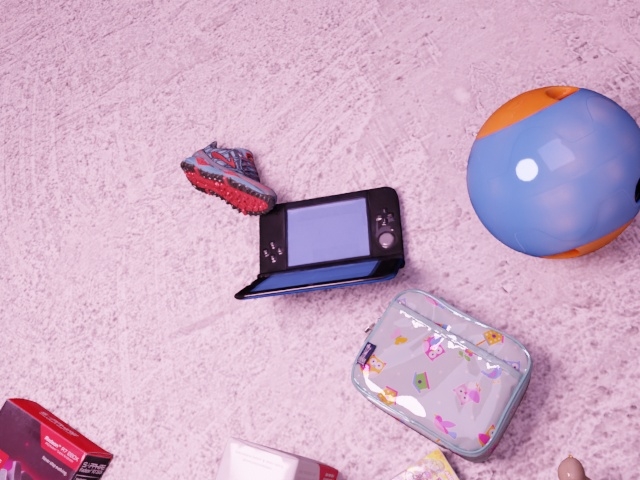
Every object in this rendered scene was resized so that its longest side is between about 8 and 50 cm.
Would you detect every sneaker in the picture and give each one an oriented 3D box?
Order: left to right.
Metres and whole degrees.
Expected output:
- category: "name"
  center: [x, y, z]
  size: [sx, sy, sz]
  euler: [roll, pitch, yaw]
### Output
- category: "sneaker"
  center: [-0.177, -0.147, 1.386]
  size: [0.262, 0.104, 0.125]
  euler: [28, 64, 33]

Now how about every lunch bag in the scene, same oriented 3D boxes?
- category: "lunch bag"
  center: [0.201, 0.216, 1.123]
  size: [0.279, 0.108, 0.224]
  euler: [28, 78, 25]

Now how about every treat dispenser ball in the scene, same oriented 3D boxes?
- category: "treat dispenser ball"
  center: [0.390, -0.111, 1.106]
  size: [0.288, 0.288, 0.288]
  euler: [-6, 66, 14]

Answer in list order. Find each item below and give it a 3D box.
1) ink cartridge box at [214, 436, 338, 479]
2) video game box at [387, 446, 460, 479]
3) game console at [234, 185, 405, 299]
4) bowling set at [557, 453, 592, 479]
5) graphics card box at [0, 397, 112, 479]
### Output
- category: "ink cartridge box"
  center: [-0.096, 0.483, 1.033]
  size: [0.131, 0.226, 0.306]
  euler: [9, 72, 21]
- category: "video game box"
  center: [0.170, 0.470, 1.059]
  size: [0.187, 0.048, 0.205]
  euler: [-34, 63, 3]
- category: "game console"
  center: [0.000, 0.000, 1.240]
  size: [0.293, 0.173, 0.250]
  euler: [-8, 66, 13]
- category: "bowling set"
  center: [0.327, 0.469, 0.923]
  size: [0.200, 0.287, 0.154]
  euler: [-35, 105, 25]
- category: "graphics card box"
  center: [-0.588, 0.513, 1.241]
  size: [0.233, 0.094, 0.371]
  euler: [24, 77, 24]
